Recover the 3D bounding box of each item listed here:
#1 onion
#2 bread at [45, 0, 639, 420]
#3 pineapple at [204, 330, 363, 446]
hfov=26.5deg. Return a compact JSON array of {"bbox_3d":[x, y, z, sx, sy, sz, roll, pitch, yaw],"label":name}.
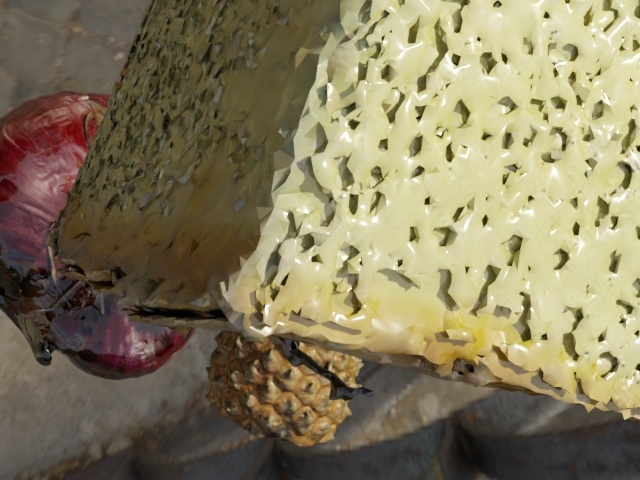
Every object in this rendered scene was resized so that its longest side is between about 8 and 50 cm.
[{"bbox_3d":[-0.210,-0.003,1.257,0.221,0.281,0.281,-32,99,-20],"label":"onion"},{"bbox_3d":[0.031,-0.038,0.705,0.279,0.315,0.248,18,88,-17],"label":"bread"},{"bbox_3d":[0.000,0.000,0.949,0.119,0.130,0.277,9,110,-30],"label":"pineapple"}]
